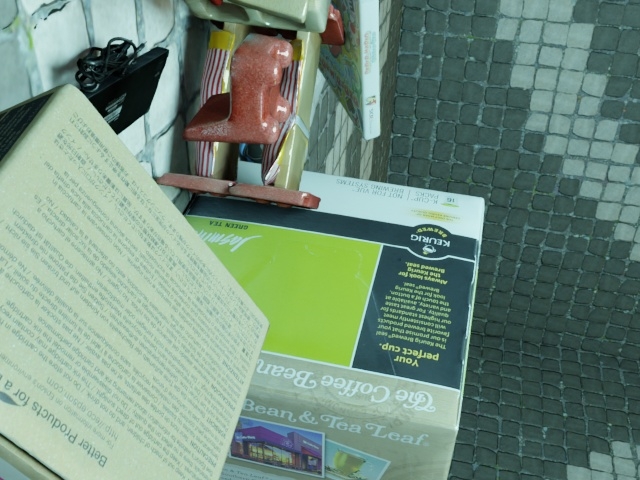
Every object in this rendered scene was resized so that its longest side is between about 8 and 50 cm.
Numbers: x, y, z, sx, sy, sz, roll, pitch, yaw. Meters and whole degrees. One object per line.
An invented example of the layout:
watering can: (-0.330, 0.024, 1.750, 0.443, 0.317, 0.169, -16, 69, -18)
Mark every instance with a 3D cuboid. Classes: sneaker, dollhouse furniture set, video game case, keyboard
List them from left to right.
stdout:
keyboard: (-0.174, -0.116, 0.575, 0.100, 0.038, 0.192, -60, -177, 30)
dollhouse furniture set: (-0.079, -0.144, 0.638, 0.374, 0.152, 0.201, 12, 87, -84)
sneaker: (-0.065, -0.120, 1.010, 0.188, 0.078, 0.067, 78, 23, -62)
video game case: (0.013, -0.263, 0.860, 0.206, 0.026, 0.227, 83, -17, -52)

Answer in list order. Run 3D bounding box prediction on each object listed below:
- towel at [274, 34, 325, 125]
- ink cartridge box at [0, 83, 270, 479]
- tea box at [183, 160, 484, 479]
towel: (-0.033, -0.313, 1.109, 0.317, 0.053, 0.332, 88, 14, -45)
ink cartridge box: (-0.144, 0.060, 0.447, 0.235, 0.088, 0.193, 56, 37, -35)
tea box: (-0.005, 0.105, 0.821, 0.324, 0.328, 0.220, -69, 165, -46)
